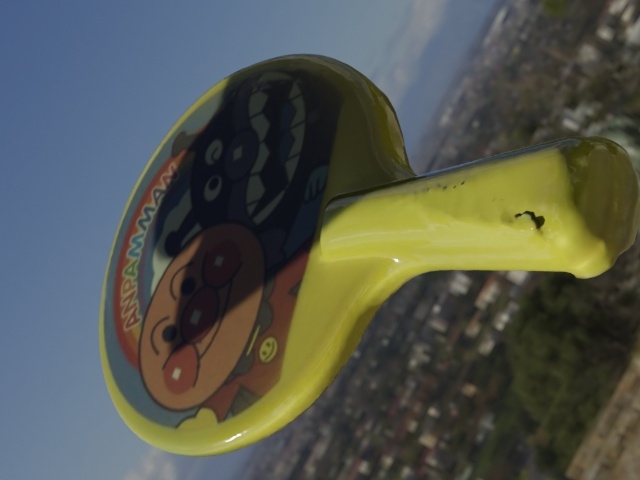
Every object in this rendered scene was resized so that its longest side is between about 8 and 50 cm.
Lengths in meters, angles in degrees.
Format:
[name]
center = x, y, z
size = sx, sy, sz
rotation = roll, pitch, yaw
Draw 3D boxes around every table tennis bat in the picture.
[table tennis bat]
center = 0.000, 0.000, 0.791
size = 0.369, 0.054, 0.224
rotation = -6, 65, 48
